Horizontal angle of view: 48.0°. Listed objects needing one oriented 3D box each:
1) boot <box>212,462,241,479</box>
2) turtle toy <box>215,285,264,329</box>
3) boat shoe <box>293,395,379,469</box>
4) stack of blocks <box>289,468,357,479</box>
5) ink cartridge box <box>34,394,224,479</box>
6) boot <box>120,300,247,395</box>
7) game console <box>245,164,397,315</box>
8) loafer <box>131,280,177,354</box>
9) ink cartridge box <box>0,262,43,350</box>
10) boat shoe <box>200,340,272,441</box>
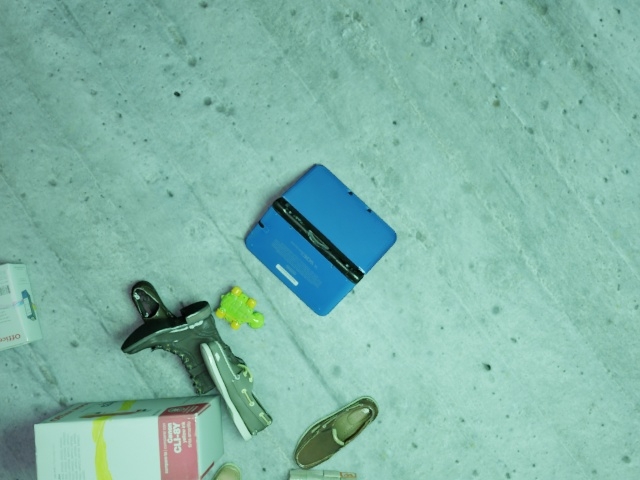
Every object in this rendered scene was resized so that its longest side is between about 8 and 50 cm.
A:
[{"bbox_3d":[-0.268,0.669,1.787,0.077,0.165,0.213,27,89,4],"label":"boot"},{"bbox_3d":[-0.201,0.181,1.846,0.130,0.066,0.095,37,93,3],"label":"turtle toy"},{"bbox_3d":[0.034,0.484,1.809,0.257,0.095,0.095,-42,87,2],"label":"boat shoe"},{"bbox_3d":[-0.060,0.670,1.805,0.297,0.087,0.171,3,90,0],"label":"stack of blocks"},{"bbox_3d":[-0.452,0.482,1.745,0.385,0.279,0.160,-5,88,3],"label":"ink cartridge box"},{"bbox_3d":[-0.339,0.295,1.805,0.263,0.091,0.228,-23,111,-7],"label":"boot"},{"bbox_3d":[0.000,0.000,1.860,0.293,0.173,0.250,44,122,4],"label":"game console"},{"bbox_3d":[-0.422,0.204,1.850,0.080,0.078,0.220,-38,89,1],"label":"loafer"},{"bbox_3d":[-0.834,0.179,1.870,0.154,0.093,0.212,-15,86,4],"label":"ink cartridge box"},{"bbox_3d":[-0.207,0.361,1.783,0.091,0.109,0.304,-27,118,-13],"label":"boat shoe"}]
